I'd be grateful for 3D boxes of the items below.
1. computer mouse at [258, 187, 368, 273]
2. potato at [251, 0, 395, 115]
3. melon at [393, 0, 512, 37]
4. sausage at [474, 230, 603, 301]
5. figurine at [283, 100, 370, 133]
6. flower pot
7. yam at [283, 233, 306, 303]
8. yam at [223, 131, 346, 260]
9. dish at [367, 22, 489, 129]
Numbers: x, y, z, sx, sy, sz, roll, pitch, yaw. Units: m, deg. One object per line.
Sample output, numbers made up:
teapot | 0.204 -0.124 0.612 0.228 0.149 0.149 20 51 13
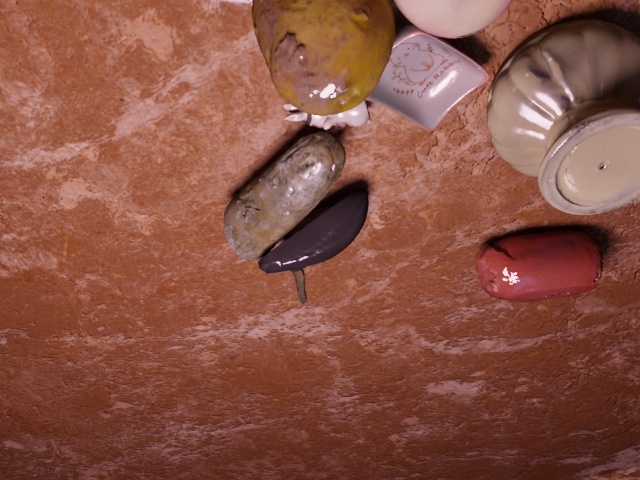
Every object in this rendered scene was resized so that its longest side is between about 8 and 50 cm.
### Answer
computer mouse | 0.000 0.000 1.332 0.269 0.137 0.086 -35 88 2
potato | 0.007 -0.306 0.977 0.229 0.266 0.229 -4 138 -4
melon | 0.186 -0.433 0.884 0.223 0.223 0.317 -3 135 -1
sausage | 0.483 0.055 1.446 0.279 0.152 0.152 -5 135 -3
figurine | 0.016 -0.220 1.185 0.146 0.081 0.098 -14 134 10
flower pot | 0.453 -0.195 1.127 0.307 0.244 0.307 -2 136 -2
yam | -0.053 0.069 1.513 0.027 0.029 0.234 13 141 22
yam | -0.071 -0.088 1.255 0.133 0.133 0.330 26 136 -26
dish | 0.163 -0.285 1.107 0.212 0.077 0.151 13 137 -43
